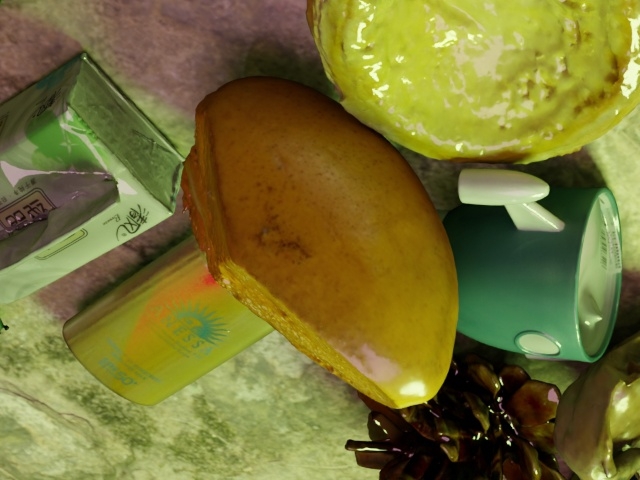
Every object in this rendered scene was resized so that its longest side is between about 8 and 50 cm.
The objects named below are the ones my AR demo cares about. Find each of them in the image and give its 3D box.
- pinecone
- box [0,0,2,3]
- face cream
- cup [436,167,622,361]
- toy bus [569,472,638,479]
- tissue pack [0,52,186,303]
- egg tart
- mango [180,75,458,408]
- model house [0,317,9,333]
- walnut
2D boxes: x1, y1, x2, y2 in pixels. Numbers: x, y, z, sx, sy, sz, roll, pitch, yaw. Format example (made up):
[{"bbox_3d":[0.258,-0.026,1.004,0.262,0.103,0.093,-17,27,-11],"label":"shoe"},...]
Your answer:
[{"bbox_3d":[0.132,0.210,1.863,0.229,0.201,0.202,-8,91,48],"label":"pinecone"},{"bbox_3d":[-0.384,-0.275,1.581,0.178,0.148,0.195,-9,127,19],"label":"box"},{"bbox_3d":[-0.123,0.066,1.871,0.285,0.067,0.139,-34,119,31],"label":"face cream"},{"bbox_3d":[0.180,0.028,1.727,0.173,0.167,0.299,3,146,22],"label":"cup"},{"bbox_3d":[0.314,0.352,1.886,0.138,0.287,0.175,20,134,-7],"label":"toy bus"},{"bbox_3d":[-0.270,-0.039,1.759,0.229,0.145,0.159,-28,119,29],"label":"tissue pack"},{"bbox_3d":[0.143,-0.200,1.567,0.315,0.120,0.315,6,132,6],"label":"egg tart"},{"bbox_3d":[0.000,0.000,1.628,0.199,0.350,0.201,-49,152,18],"label":"mango"},{"bbox_3d":[-0.428,0.067,1.910,0.148,0.119,0.148,-10,117,19],"label":"model house"},{"bbox_3d":[0.337,0.165,1.811,0.238,0.141,0.204,28,88,-34],"label":"walnut"}]
